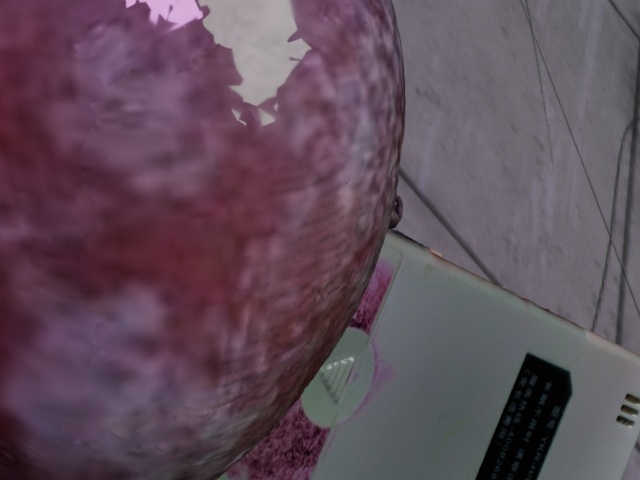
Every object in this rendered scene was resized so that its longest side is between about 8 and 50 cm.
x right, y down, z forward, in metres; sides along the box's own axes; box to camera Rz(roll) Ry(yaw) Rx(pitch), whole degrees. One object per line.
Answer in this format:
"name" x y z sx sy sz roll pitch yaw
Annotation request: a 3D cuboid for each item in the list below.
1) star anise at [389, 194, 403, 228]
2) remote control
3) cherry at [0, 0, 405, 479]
"star anise" 0.003 -0.010 0.916 0.208 0.063 0.172 42 33 -29
"remote control" 0.047 0.081 0.850 0.344 0.050 0.145 26 86 -46
"cherry" -0.080 -0.042 0.636 0.213 0.236 0.285 -1 73 -28
